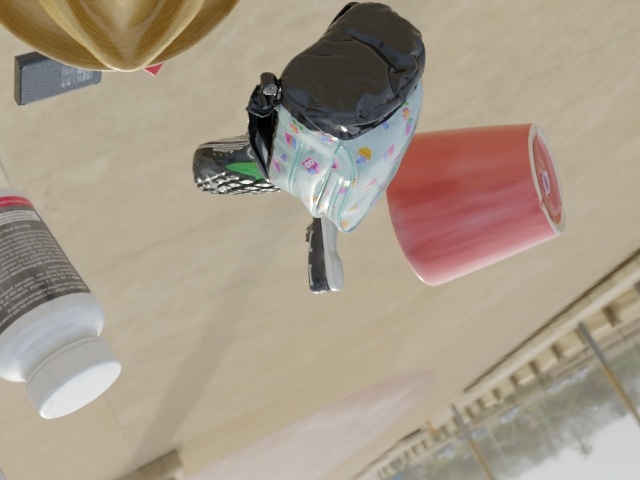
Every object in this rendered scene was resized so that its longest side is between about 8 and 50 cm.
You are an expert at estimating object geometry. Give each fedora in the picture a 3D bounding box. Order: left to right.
[{"bbox_3d":[-0.113,-0.161,0.527,0.194,0.079,0.194,-10,138,-9],"label":"fedora"}]

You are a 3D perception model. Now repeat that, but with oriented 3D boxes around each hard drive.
[{"bbox_3d":[-0.389,-0.253,1.403,0.135,0.022,0.094,-24,157,-31],"label":"hard drive"}]

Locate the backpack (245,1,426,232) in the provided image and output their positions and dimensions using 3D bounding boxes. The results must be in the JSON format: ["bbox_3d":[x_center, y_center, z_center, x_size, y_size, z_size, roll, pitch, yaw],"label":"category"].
[{"bbox_3d":[0.015,-0.092,0.794,0.152,0.115,0.182,-39,163,-28],"label":"backpack"}]

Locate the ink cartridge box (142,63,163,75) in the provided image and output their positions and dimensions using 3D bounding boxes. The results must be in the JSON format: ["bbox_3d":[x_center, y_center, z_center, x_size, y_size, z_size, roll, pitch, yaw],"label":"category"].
[{"bbox_3d":[-0.213,-0.288,1.106,0.078,0.231,0.134,28,101,-47],"label":"ink cartridge box"}]

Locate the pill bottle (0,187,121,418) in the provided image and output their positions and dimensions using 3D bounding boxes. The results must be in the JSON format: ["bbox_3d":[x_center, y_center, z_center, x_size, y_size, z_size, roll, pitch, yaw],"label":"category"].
[{"bbox_3d":[-0.425,0.092,1.365,0.176,0.318,0.176,-34,161,-14],"label":"pill bottle"}]

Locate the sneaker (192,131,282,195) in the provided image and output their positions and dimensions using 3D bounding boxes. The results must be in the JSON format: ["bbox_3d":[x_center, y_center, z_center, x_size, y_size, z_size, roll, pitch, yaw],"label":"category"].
[{"bbox_3d":[-0.041,-0.147,1.219,0.134,0.146,0.343,-4,-164,41],"label":"sneaker"}]

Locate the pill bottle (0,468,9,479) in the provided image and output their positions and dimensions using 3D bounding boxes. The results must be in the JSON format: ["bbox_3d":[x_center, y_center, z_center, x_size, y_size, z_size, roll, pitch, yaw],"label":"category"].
[{"bbox_3d":[-0.463,0.307,0.888,0.323,0.182,0.181,4,146,-43],"label":"pill bottle"}]

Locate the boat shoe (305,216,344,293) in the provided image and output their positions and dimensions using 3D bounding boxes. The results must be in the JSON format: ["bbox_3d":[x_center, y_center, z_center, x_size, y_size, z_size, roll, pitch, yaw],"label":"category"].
[{"bbox_3d":[0.000,0.000,1.094,0.038,0.125,0.046,-11,169,22],"label":"boat shoe"}]

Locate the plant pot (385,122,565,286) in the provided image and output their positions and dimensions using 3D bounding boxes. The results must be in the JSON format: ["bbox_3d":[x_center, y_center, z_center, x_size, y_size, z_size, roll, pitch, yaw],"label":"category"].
[{"bbox_3d":[0.275,-0.077,1.618,0.243,0.275,0.275,-13,172,25],"label":"plant pot"}]
